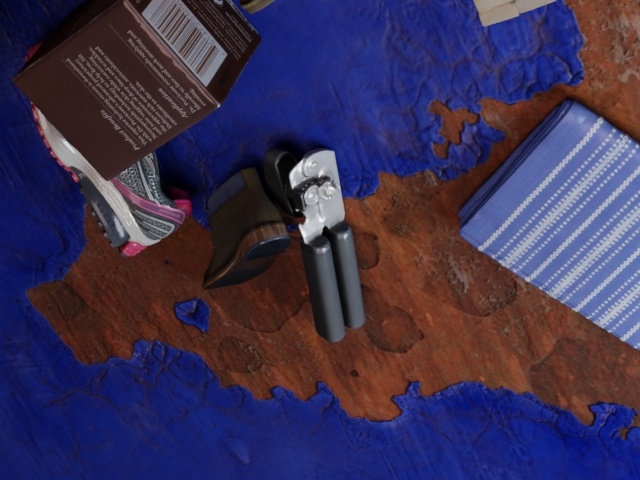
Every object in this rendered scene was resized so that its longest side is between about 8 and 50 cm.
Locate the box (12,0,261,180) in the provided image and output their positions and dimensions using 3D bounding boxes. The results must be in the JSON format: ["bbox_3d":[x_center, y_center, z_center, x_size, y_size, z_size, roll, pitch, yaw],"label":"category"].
[{"bbox_3d":[-0.212,-0.213,1.819,0.203,0.167,0.168,-28,113,33],"label":"box"}]

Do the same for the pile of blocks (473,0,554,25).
[{"bbox_3d":[0.239,-0.383,1.564,0.149,0.113,0.362,18,134,-24],"label":"pile of blocks"}]

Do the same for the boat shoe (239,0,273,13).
[{"bbox_3d":[-0.008,-0.367,1.573,0.104,0.111,0.307,35,117,-21],"label":"boat shoe"}]

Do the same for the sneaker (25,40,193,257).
[{"bbox_3d":[-0.273,-0.127,1.951,0.112,0.121,0.299,-28,116,6],"label":"sneaker"}]

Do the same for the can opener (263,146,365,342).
[{"bbox_3d":[0.000,0.000,1.980,0.093,0.074,0.280,25,138,46],"label":"can opener"}]

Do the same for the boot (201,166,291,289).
[{"bbox_3d":[-0.107,-0.011,2.008,0.219,0.082,0.106,-39,65,56],"label":"boot"}]

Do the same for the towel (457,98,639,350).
[{"bbox_3d":[0.360,-0.006,1.870,0.336,0.040,0.243,33,127,-9],"label":"towel"}]
